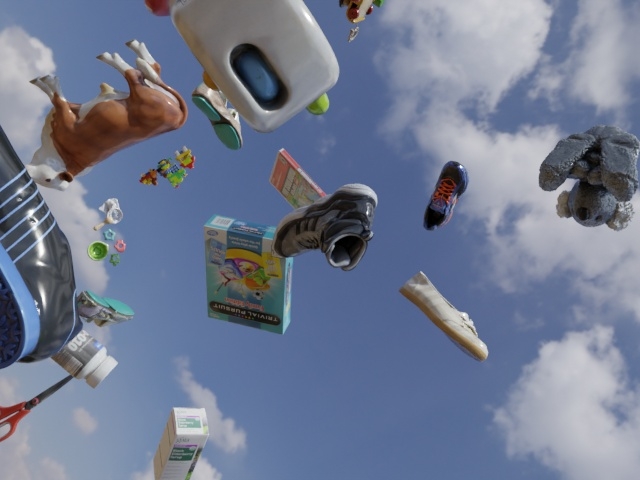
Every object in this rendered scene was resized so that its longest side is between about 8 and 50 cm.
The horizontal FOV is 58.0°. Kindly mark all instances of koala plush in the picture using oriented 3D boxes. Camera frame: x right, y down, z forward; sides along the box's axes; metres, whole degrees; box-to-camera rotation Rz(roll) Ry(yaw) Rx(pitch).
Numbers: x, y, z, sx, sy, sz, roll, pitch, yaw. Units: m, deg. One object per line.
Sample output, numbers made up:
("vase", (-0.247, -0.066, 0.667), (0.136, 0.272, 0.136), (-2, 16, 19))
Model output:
("koala plush", (0.610, -0.118, 1.282), (0.196, 0.203, 0.221), (13, -41, 36))

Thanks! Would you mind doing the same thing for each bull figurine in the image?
("bull figurine", (-0.397, -0.216, 1.017), (0.101, 0.310, 0.189), (-128, -166, -63))

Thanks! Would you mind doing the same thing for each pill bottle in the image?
("pill bottle", (-0.466, 0.218, 1.114), (0.137, 0.078, 0.078), (42, -37, -7))

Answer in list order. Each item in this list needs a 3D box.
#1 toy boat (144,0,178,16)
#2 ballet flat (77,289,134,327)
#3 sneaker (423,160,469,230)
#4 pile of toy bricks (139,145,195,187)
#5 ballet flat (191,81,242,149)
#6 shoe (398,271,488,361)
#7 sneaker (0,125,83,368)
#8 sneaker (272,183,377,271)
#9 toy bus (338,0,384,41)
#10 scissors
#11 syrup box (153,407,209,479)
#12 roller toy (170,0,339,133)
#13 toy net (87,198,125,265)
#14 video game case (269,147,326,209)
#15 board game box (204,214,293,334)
("toy boat", (-0.290, -0.483, 0.938), (0.151, 0.151, 0.231), (164, -87, -77))
("ballet flat", (-0.285, 0.092, 0.749), (0.041, 0.041, 0.114), (48, -4, 19))
("sneaker", (0.332, -0.111, 1.547), (0.083, 0.087, 0.221), (25, -51, 19))
("pile of toy bricks", (-0.543, -0.243, 2.111), (0.105, 0.212, 0.118), (57, -3, -4))
("ballet flat", (-0.356, -0.461, 2.114), (0.107, 0.106, 0.316), (9, -26, 24))
("shoe", (0.224, 0.131, 1.035), (0.219, 0.058, 0.076), (44, 0, 45))
("sneaker", (-0.253, -0.017, 0.448), (0.081, 0.090, 0.233), (-17, -93, 8))
("sneaker", (0.000, 0.000, 1.179), (0.268, 0.153, 0.101), (-29, -50, 30))
("toy bus", (0.097, -0.660, 1.505), (0.104, 0.202, 0.191), (39, -6, 8))
("scissors", (-0.785, 0.456, 1.565), (0.021, 0.296, 0.109), (106, -39, -68))
("syrup box", (-0.397, 0.585, 1.631), (0.237, 0.093, 0.096), (-65, -149, 28))
("roller toy", (-0.085, -0.238, 0.711), (0.209, 0.146, 0.191), (55, 4, 6))
("toy net", (-0.726, -0.034, 2.007), (0.045, 0.122, 0.233), (-14, -117, 61))
("video game case", (-0.061, -0.156, 1.967), (0.285, 0.025, 0.204), (47, -27, 9))
("board game box", (-0.214, 0.107, 1.737), (0.253, 0.079, 0.336), (11, -59, 11))
